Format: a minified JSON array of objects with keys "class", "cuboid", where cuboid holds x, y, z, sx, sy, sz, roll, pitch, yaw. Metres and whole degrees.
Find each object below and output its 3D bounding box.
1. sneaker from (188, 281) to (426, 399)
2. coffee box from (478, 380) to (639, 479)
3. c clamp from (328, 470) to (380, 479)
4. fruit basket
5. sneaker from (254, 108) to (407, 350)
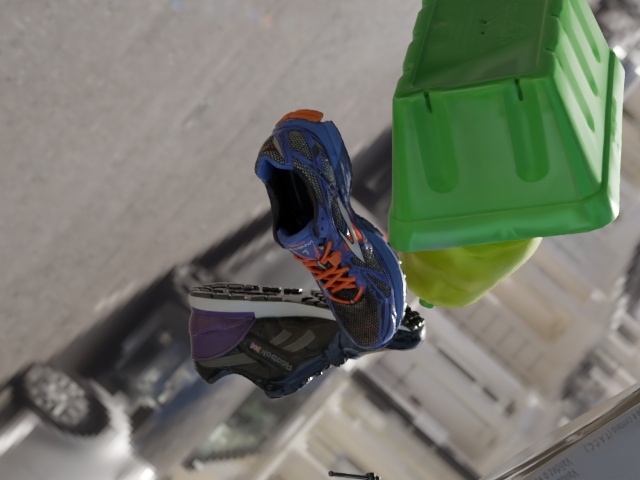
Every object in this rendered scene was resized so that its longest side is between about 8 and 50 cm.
[{"class":"sneaker","cuboid":[-0.015,0.123,1.828,0.107,0.283,0.124,-21,114,-68]},{"class":"coffee box","cuboid":[0.176,0.281,0.882,0.338,0.334,0.337,-26,169,-36]},{"class":"c clamp","cuboid":[0.079,0.336,1.783,0.137,0.161,0.022,3,155,-30]},{"class":"fruit basket","cuboid":[0.200,-0.080,1.783,0.282,0.392,0.392,-7,-170,17]},{"class":"sneaker","cuboid":[0.000,0.000,1.382,0.083,0.221,0.087,-21,-171,37]}]
